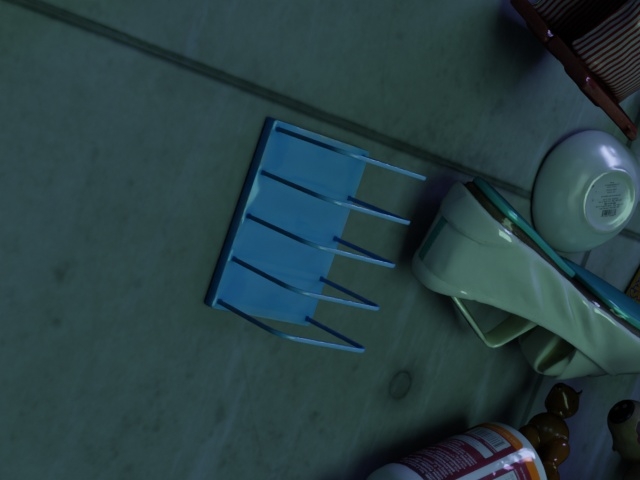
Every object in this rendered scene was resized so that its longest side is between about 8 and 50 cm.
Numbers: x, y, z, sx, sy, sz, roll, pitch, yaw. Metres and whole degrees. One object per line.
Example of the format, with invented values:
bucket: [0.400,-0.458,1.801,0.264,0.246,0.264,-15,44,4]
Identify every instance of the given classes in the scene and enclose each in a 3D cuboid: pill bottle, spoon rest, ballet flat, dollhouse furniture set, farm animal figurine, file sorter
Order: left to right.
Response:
file sorter: [0.000,0.000,1.040,0.118,0.104,0.170,15,97,-42]
pill bottle: [0.116,0.272,1.233,0.221,0.121,0.121,-16,116,-35]
ballet flat: [0.233,0.070,1.268,0.400,0.139,0.139,33,84,-39]
spoon rest: [0.346,-0.055,1.346,0.276,0.084,0.137,-2,107,-26]
farm animal figurine: [0.386,0.259,1.322,0.172,0.330,0.327,-49,127,-50]
dollhouse furniture set: [0.382,-0.184,1.220,0.201,0.152,0.374,-42,140,17]

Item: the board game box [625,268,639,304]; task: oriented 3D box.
board game box: [0.444,0.031,1.480,0.124,0.039,0.259,37,79,-42]
